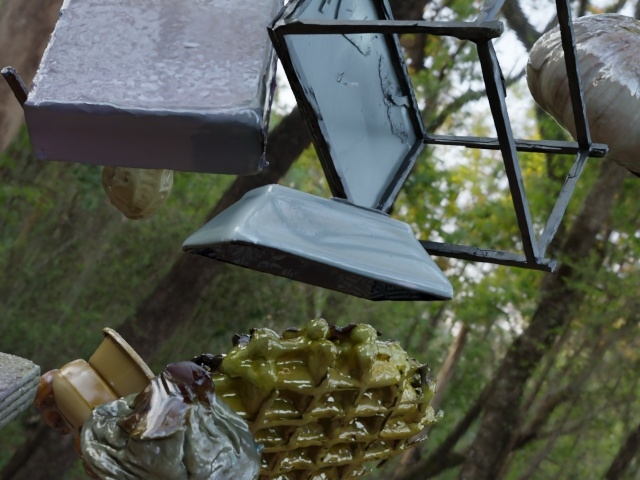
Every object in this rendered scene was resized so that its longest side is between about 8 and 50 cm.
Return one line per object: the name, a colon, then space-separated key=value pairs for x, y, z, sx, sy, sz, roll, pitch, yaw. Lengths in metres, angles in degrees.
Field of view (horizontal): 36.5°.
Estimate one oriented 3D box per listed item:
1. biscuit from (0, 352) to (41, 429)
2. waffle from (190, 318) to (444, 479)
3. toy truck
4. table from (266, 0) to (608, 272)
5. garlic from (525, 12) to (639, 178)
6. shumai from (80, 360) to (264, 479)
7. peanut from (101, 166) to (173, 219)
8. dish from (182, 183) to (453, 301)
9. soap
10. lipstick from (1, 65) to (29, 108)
biscuit: x=-0.376 y=0.165 z=0.966 sx=0.108 sy=0.062 sz=0.239 roll=16 pitch=11 yaw=5
waffle: x=-0.036 y=0.239 z=1.252 sx=0.382 sy=0.379 sz=0.095 roll=43 pitch=21 yaw=-49
toy truck: x=-0.416 y=0.317 z=1.867 sx=0.204 sy=0.211 sz=0.288 roll=43 pitch=-20 yaw=21
table: x=0.152 y=-0.168 z=1.122 sx=0.272 sy=0.222 sz=0.335 roll=9 pitch=-40 yaw=32
garlic: x=0.491 y=-0.247 z=1.591 sx=0.322 sy=0.241 sz=0.322 roll=31 pitch=5 yaw=-3
shumai: x=-0.151 y=0.186 z=1.006 sx=0.201 sy=0.120 sz=0.201 roll=14 pitch=17 yaw=-4
peanut: x=-0.287 y=-0.153 z=1.600 sx=0.130 sy=0.290 sz=0.130 roll=18 pitch=35 yaw=-13
dish: x=0.000 y=0.000 z=0.991 sx=0.243 sy=0.080 sz=0.182 roll=15 pitch=-9 yaw=-22
soap: x=-0.192 y=-0.226 z=1.215 sx=0.285 sy=0.296 sz=0.107 roll=5 pitch=-38 yaw=3
lipstick: x=-0.469 y=-0.214 z=1.574 sx=0.027 sy=0.027 sz=0.176 roll=25 pitch=-28 yaw=31
